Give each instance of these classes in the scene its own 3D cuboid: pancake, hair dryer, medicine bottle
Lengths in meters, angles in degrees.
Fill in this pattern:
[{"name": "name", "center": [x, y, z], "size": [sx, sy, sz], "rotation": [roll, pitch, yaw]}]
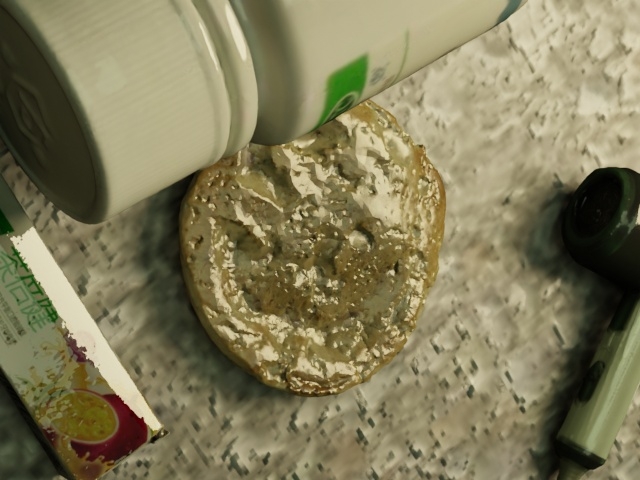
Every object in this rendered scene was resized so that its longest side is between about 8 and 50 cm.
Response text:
[{"name": "pancake", "center": [0.001, 0.000, 0.810], "size": [0.152, 0.025, 0.151], "rotation": [-1, 92, -28]}, {"name": "hair dryer", "center": [0.151, 0.067, 0.884], "size": [0.100, 0.057, 0.197], "rotation": [24, 86, -25]}, {"name": "medicine bottle", "center": [-0.028, -0.110, 0.726], "size": [0.237, 0.139, 0.139], "rotation": [-33, 107, -23]}]

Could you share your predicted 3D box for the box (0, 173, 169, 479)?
[{"name": "box", "center": [-0.141, 0.013, 0.725], "size": [0.050, 0.041, 0.207], "rotation": [-36, 108, -19]}]
